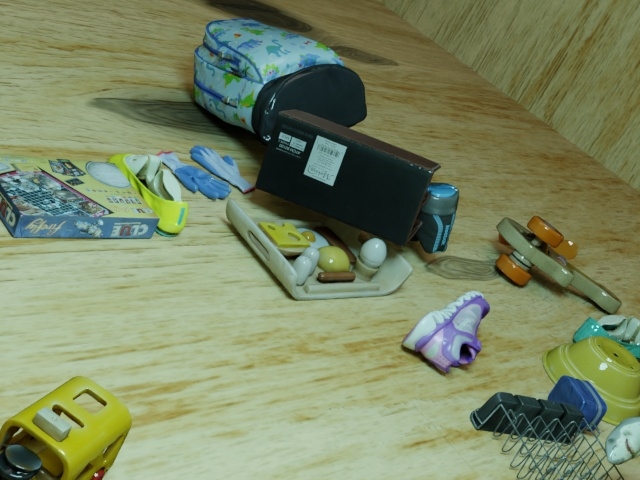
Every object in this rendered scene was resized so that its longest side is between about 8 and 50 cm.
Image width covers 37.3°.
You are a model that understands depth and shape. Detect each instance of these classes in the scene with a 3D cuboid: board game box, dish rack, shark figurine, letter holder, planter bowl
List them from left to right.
[{"bbox_3d":[-0.393,-0.068,1.475,0.243,0.042,0.165,1,36,-46],"label":"board game box"},{"bbox_3d":[0.065,-0.130,1.797,0.302,0.152,0.214,22,16,10],"label":"letter holder"},{"bbox_3d":[0.373,0.347,1.456,0.208,0.074,0.271,13,30,-28],"label":"dish rack"},{"bbox_3d":[0.540,0.246,1.800,0.217,0.090,0.217,24,25,-12],"label":"planter bowl"},{"bbox_3d":[0.519,0.336,1.474,0.278,0.116,0.166,37,51,-23],"label":"shark figurine"}]

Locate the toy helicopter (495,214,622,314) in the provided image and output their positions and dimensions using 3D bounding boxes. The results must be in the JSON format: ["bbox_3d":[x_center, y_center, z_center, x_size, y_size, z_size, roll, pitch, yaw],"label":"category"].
[{"bbox_3d":[0.543,0.058,2.170,0.355,0.140,0.235,33,14,-16],"label":"toy helicopter"}]

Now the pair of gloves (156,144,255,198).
[{"bbox_3d":[-0.212,-0.134,1.820,0.159,0.023,0.198,37,26,17],"label":"pair of gloves"}]

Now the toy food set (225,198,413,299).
[{"bbox_3d":[0.000,0.000,1.700,0.306,0.092,0.220,2,36,-46],"label":"toy food set"}]

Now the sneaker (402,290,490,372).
[{"bbox_3d":[0.240,0.165,1.651,0.104,0.095,0.236,45,33,17],"label":"sneaker"}]

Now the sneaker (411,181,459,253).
[{"bbox_3d":[0.170,-0.073,2.008,0.125,0.139,0.341,-4,17,-21],"label":"sneaker"}]

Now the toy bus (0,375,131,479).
[{"bbox_3d":[-0.283,0.217,0.966,0.191,0.104,0.202,13,29,-31],"label":"toy bus"}]

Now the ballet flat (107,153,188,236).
[{"bbox_3d":[-0.286,-0.100,1.608,0.077,0.077,0.231,3,35,-43],"label":"ballet flat"}]

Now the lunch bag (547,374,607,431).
[{"bbox_3d":[0.450,0.284,1.657,0.065,0.067,0.098,18,25,-24],"label":"lunch bag"}]

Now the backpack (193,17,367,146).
[{"bbox_3d":[-0.122,-0.346,2.055,0.290,0.273,0.356,-21,22,-34],"label":"backpack"}]

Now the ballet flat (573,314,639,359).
[{"bbox_3d":[0.633,0.200,1.989,0.247,0.087,0.083,8,31,-38],"label":"ballet flat"}]
